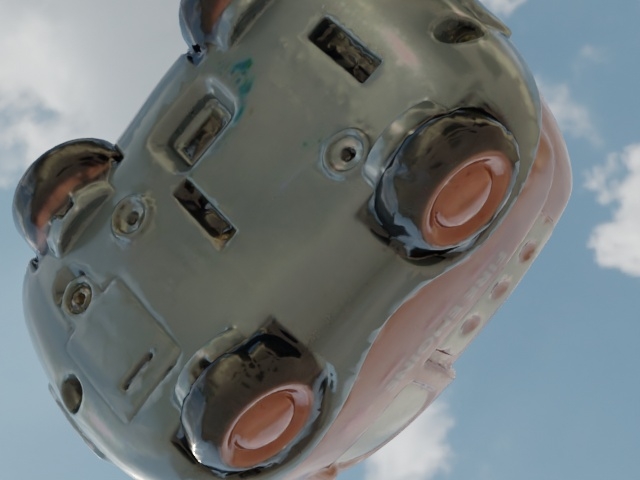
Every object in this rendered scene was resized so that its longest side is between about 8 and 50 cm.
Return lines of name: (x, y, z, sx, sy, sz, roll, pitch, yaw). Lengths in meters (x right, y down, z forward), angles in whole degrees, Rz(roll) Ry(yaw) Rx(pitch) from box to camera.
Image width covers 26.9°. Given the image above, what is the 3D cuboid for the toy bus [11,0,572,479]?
toy bus: (0.000, 0.000, 0.699, 0.288, 0.194, 0.232, -51, -33, 7)
